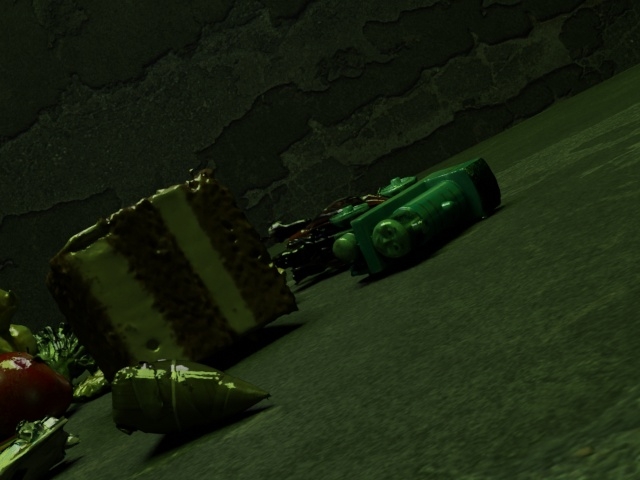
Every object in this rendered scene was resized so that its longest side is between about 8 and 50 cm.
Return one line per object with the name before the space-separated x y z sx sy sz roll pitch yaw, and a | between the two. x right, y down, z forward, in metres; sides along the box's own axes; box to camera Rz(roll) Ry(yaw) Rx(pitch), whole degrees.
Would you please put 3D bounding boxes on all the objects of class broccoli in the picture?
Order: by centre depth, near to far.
broccoli | -0.560 0.278 2.016 0.165 0.146 0.304 -31 17 -6

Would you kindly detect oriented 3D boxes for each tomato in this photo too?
tomato | -0.528 0.273 1.670 0.167 0.167 0.167 -26 4 2

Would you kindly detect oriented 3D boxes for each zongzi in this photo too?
zongzi | -0.121 0.172 1.066 0.178 0.081 0.189 -4 -6 11

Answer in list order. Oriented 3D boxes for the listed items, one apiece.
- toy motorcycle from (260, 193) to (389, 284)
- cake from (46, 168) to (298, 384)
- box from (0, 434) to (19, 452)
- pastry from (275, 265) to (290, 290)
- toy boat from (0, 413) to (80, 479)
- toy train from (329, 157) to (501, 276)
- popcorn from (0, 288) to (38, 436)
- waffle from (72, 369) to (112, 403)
toy motorcycle | 0.000 0.000 1.865 0.401 0.134 0.207 -23 5 26
cake | -0.231 0.076 1.443 0.290 0.282 0.255 -32 -1 -22
box | -0.451 0.317 1.376 0.132 0.034 0.235 -29 5 -21
pastry | -0.178 0.115 1.666 0.250 0.102 0.154 -30 -4 -14
toy boat | -0.389 0.292 1.161 0.210 0.066 0.084 -42 -20 -42
toy train | 0.151 -0.039 1.546 0.194 0.120 0.298 -16 10 41
popcorn | -0.702 0.271 1.830 0.335 0.279 0.274 -27 -36 12
waffle | -0.390 0.253 1.791 0.183 0.036 0.169 -27 6 20
